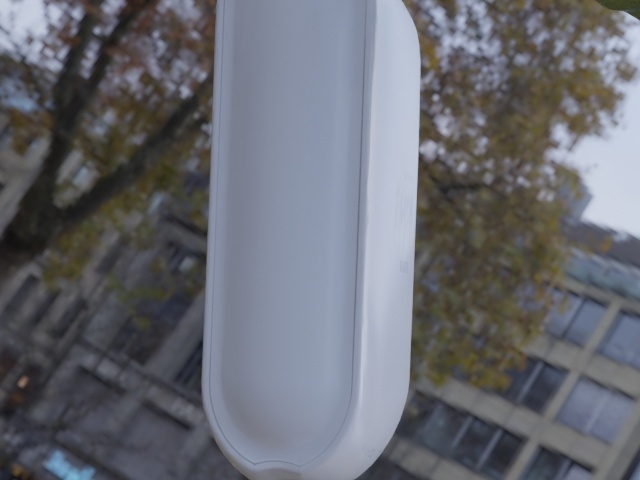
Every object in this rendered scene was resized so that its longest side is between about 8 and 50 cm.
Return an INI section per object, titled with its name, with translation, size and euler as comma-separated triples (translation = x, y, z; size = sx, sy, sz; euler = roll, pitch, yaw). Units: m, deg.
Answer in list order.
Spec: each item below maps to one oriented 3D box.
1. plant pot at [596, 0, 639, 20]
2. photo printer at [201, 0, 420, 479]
[plant pot]
translation = 0.350, -0.205, 0.819
size = 0.353, 0.366, 0.366
euler = 35, -14, -9
[photo printer]
translation = 0.000, 0.000, 0.922
size = 0.107, 0.307, 0.256
euler = 2, -2, 9
